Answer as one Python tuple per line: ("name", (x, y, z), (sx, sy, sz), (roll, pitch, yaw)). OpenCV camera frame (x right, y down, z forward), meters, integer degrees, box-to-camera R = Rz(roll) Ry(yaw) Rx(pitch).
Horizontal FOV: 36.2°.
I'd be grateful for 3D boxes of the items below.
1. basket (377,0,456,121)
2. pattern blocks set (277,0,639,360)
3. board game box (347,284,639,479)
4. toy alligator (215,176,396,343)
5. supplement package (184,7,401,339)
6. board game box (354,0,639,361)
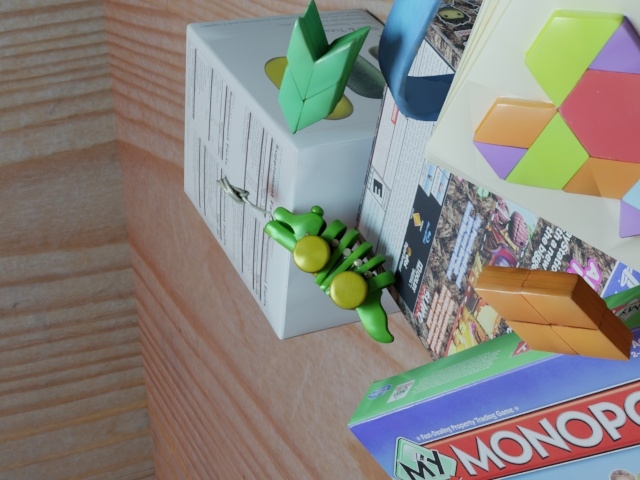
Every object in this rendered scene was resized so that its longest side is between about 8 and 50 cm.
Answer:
("basket", (0.181, -0.145, 0.377), (0.255, 0.288, 0.201), (114, 140, -54))
("pattern blocks set", (0.132, -0.032, 0.346), (0.324, 0.026, 0.285), (20, 142, 14))
("board game box", (0.190, 0.128, 0.532), (0.213, 0.046, 0.317), (50, 135, -11))
("toy alligator", (0.000, 0.000, 0.763), (0.189, 0.051, 0.056), (44, -178, 11))
("supplement package", (0.005, -0.077, 0.941), (0.263, 0.199, 0.198), (-128, 35, -47))
("board game box", (0.161, -0.006, 0.684), (0.232, 0.141, 0.291), (100, 149, -42))
